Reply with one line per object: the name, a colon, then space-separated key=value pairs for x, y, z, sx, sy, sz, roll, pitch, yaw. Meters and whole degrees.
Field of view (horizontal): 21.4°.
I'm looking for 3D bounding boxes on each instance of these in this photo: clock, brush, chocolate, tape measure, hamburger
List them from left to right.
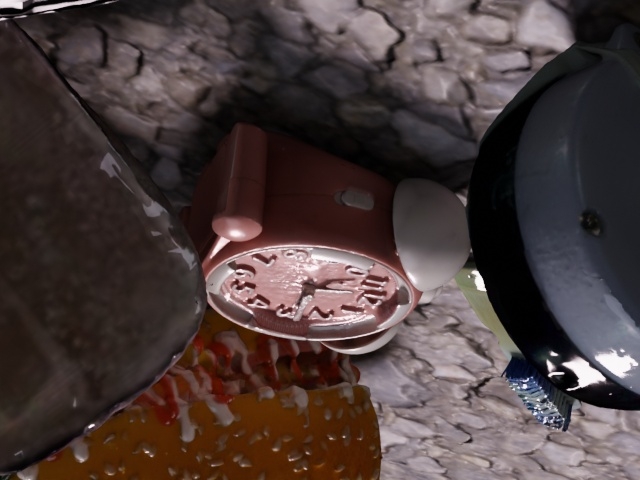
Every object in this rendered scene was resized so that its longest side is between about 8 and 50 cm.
chocolate: x=-0.203 y=-0.030 z=0.967 sx=0.185 sy=0.100 sz=0.303 roll=-36 pitch=102 yaw=7
hamburger: x=-0.099 y=0.163 z=1.168 sx=0.295 sy=0.227 sz=0.151 roll=-9 pitch=-172 yaw=-33
clock: x=0.000 y=0.000 z=1.034 sx=0.162 sy=0.092 sz=0.166 roll=17 pitch=149 yaw=-15
brush: x=0.129 y=0.073 z=1.130 sx=0.033 sy=0.030 sz=0.178 roll=8 pitch=149 yaw=36
tape measure: x=0.164 y=-0.006 z=0.837 sx=0.182 sy=0.181 sz=0.107 roll=35 pitch=142 yaw=-24

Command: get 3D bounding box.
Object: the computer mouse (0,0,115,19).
computer mouse: x=-0.175 y=-0.164 z=0.834 sx=0.242 sy=0.077 sz=0.146 roll=-3 pitch=130 yaw=17
